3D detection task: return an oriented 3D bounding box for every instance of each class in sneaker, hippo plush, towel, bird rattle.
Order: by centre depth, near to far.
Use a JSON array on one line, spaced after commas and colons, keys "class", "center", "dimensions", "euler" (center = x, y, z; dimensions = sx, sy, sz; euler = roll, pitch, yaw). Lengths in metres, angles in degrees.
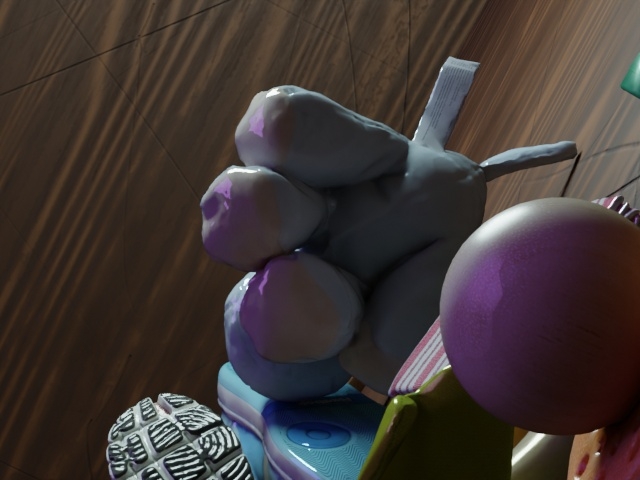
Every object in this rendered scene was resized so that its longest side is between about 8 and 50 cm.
[{"class": "bird rattle", "center": [0.059, 0.136, 0.784], "dimensions": [0.207, 0.143, 0.253], "euler": [-38, -1, -29]}, {"class": "towel", "center": [0.115, 0.044, 0.988], "dimensions": [0.144, 0.029, 0.197], "euler": [-51, 8, -14]}, {"class": "sneaker", "center": [-0.086, 0.246, 1.276], "dimensions": [0.107, 0.279, 0.118], "euler": [-21, -34, -22]}, {"class": "hippo plush", "center": [0.000, 0.000, 1.284], "dimensions": [0.294, 0.234, 0.236], "euler": [-58, 11, -28]}, {"class": "sneaker", "center": [-0.006, 0.232, 1.354], "dimensions": [0.319, 0.127, 0.208], "euler": [-143, 55, -70]}]

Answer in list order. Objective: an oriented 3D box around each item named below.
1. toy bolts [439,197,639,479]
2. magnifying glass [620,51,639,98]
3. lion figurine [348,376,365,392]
[{"class": "toy bolts", "center": [0.143, -0.034, 0.390], "dimensions": [0.228, 0.159, 0.218], "euler": [-65, 3, -30]}, {"class": "magnifying glass", "center": [0.181, -0.035, 0.634], "dimensions": [0.026, 0.092, 0.231], "euler": [-59, 14, 11]}, {"class": "lion figurine", "center": [-0.050, 0.209, 1.686], "dimensions": [0.240, 0.142, 0.392], "euler": [-45, -20, -43]}]
